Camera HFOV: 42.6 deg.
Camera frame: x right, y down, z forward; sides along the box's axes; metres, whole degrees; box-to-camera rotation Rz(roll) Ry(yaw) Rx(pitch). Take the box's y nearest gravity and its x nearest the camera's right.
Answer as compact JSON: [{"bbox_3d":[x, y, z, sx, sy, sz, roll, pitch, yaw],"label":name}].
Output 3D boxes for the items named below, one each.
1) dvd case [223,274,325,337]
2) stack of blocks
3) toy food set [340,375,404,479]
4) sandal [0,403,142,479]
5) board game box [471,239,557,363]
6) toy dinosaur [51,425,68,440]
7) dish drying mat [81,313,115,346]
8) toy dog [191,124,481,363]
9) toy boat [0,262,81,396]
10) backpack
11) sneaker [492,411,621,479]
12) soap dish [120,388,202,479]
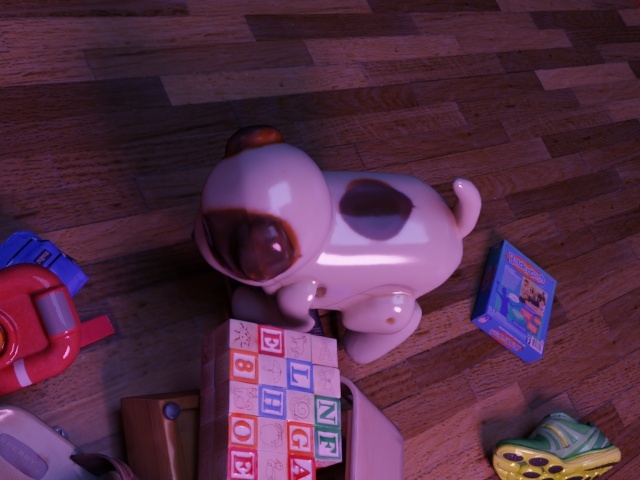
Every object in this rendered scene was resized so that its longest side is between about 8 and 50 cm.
[{"bbox_3d":[-0.075,0.113,1.366,0.164,0.018,0.221,0,65,-38],"label":"dvd case"},{"bbox_3d":[-0.065,0.267,1.075,0.171,0.087,0.297,16,58,-30],"label":"stack of blocks"},{"bbox_3d":[0.048,0.376,1.224,0.220,0.092,0.306,52,35,-52],"label":"toy food set"},{"bbox_3d":[-0.269,0.292,0.936,0.303,0.086,0.120,37,49,-16],"label":"sandal"},{"bbox_3d":[0.403,0.124,1.692,0.160,0.047,0.210,37,49,-13],"label":"board game box"},{"bbox_3d":[-0.299,0.387,1.000,0.160,0.121,0.313,0,70,-23],"label":"toy dinosaur"},{"bbox_3d":[-0.335,0.133,1.169,0.083,0.008,0.032,-23,81,-43],"label":"dish drying mat"},{"bbox_3d":[0.000,0.000,1.221,0.408,0.395,0.284,18,63,-39],"label":"toy dog"},{"bbox_3d":[-0.410,0.122,0.982,0.231,0.151,0.151,-21,94,-12],"label":"toy boat"},{"bbox_3d":[-0.389,0.044,1.119,0.120,0.101,0.098,41,41,-9],"label":"backpack"},{"bbox_3d":[0.426,0.392,1.538,0.295,0.109,0.123,7,38,-32],"label":"sneaker"},{"bbox_3d":[-0.138,0.339,1.122,0.229,0.118,0.291,1,66,-36],"label":"soap dish"}]
